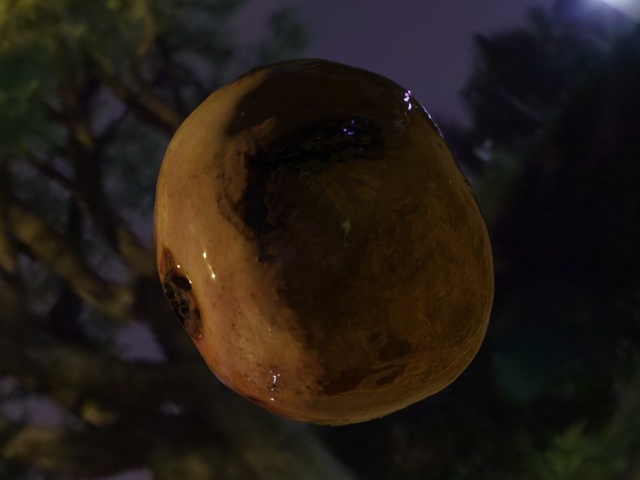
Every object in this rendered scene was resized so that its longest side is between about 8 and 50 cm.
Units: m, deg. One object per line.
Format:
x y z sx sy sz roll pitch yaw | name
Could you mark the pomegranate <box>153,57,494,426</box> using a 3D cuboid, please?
0.000 0.000 1.548 0.322 0.322 0.322 -54 -7 -10 | pomegranate
